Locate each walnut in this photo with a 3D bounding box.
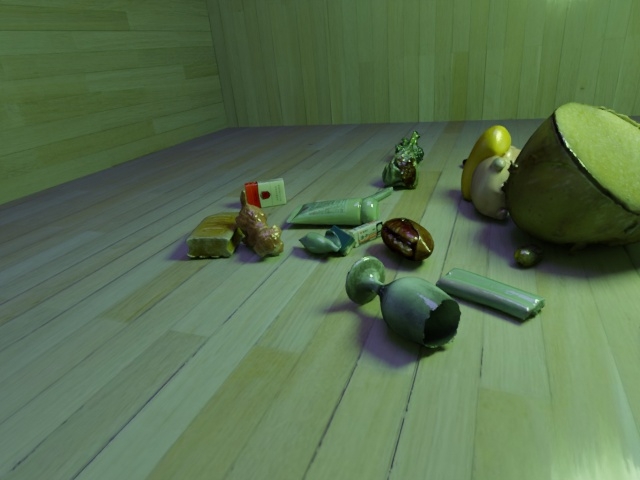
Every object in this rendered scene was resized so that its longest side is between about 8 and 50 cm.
[{"bbox_3d":[0.238,-0.002,1.149,0.115,0.116,0.207,-14,26,-18],"label":"walnut"}]

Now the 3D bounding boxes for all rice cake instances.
[{"bbox_3d":[0.215,-0.166,1.609,0.033,0.033,0.207,17,32,37],"label":"rice cake"},{"bbox_3d":[0.373,0.116,0.938,0.080,0.042,0.221,-23,30,-37],"label":"rice cake"}]

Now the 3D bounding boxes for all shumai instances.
[{"bbox_3d":[0.361,-0.282,1.726,0.184,0.184,0.142,-20,51,-29],"label":"shumai"}]

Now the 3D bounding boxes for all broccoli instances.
[{"bbox_3d":[0.444,-0.453,2.053,0.154,0.160,0.167,27,18,4],"label":"broccoli"}]

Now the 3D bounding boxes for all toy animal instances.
[{"bbox_3d":[-0.186,-0.046,1.252,0.104,0.184,0.185,-21,28,-16],"label":"toy animal"},{"bbox_3d":[0.634,-0.229,1.405,0.246,0.278,0.345,10,22,1],"label":"toy animal"}]

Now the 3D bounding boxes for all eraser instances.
[{"bbox_3d":[0.141,-0.023,1.284,0.122,0.052,0.029,-22,27,-31],"label":"eraser"}]

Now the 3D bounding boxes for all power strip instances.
[{"bbox_3d":[0.057,-0.002,1.252,0.056,0.032,0.123,-49,33,-1],"label":"power strip"}]

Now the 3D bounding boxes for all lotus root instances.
[{"bbox_3d":[0.536,0.035,1.074,0.099,0.049,0.054,-14,23,-32],"label":"lotus root"}]

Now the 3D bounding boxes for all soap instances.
[{"bbox_3d":[-0.330,-0.022,1.362,0.140,0.073,0.232,1,24,3],"label":"soap"}]

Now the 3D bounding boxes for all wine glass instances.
[{"bbox_3d":[0.164,0.123,0.870,0.126,0.126,0.241,-19,25,-27],"label":"wine glass"}]

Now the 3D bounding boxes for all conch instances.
[{"bbox_3d":[-0.001,0.007,1.236,0.088,0.065,0.180,-16,19,-43],"label":"conch"}]

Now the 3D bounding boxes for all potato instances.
[{"bbox_3d":[0.708,-0.130,1.144,0.442,0.319,0.385,-8,63,-25],"label":"potato"}]

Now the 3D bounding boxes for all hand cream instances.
[{"bbox_3d":[0.045,-0.098,1.427,0.305,0.093,0.147,1,30,19],"label":"hand cream"}]

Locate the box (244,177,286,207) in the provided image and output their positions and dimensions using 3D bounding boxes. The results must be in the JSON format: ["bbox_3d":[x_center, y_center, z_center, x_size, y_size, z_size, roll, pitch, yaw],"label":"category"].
[{"bbox_3d":[-0.218,-0.185,1.666,0.152,0.100,0.048,-9,22,-7],"label":"box"}]

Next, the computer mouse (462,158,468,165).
[{"bbox_3d":[0.703,-0.342,1.872,0.099,0.057,0.172,-15,14,-17],"label":"computer mouse"}]
